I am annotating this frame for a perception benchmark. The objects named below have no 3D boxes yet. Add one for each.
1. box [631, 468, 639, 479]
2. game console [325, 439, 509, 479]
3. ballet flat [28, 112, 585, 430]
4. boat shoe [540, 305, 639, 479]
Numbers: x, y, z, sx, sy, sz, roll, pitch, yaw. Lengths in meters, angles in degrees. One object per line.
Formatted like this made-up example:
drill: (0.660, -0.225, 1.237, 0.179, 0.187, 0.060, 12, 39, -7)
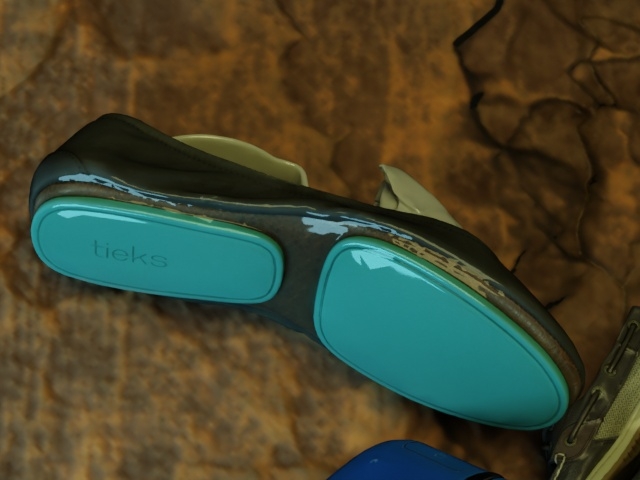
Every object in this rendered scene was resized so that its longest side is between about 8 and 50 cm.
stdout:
box: (0.255, 0.197, 0.781, 0.275, 0.113, 0.094, 43, 67, 1)
game console: (0.022, 0.253, 0.725, 0.293, 0.250, 0.173, -37, 114, -20)
ballet flat: (0.000, 0.000, 0.843, 0.280, 0.095, 0.096, 21, 45, 1)
boat shoe: (0.131, 0.098, 0.849, 0.049, 0.056, 0.152, 32, 68, 22)
